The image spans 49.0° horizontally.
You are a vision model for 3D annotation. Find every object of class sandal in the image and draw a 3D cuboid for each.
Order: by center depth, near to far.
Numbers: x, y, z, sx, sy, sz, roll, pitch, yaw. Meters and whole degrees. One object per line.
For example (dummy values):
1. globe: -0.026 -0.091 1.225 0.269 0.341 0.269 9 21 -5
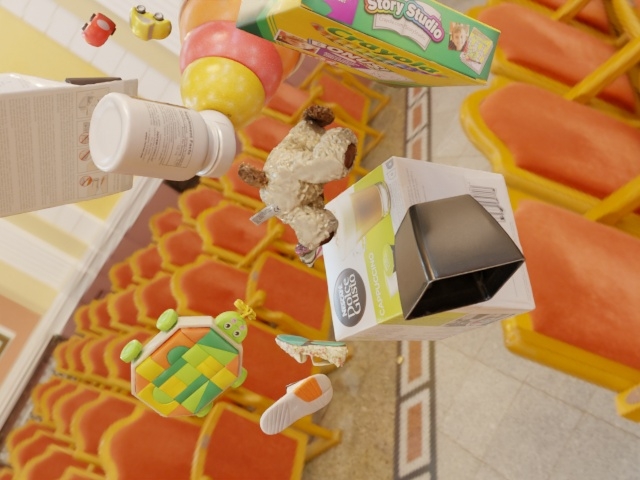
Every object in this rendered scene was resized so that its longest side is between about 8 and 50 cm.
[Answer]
1. sandal: -0.080 0.456 1.990 0.265 0.102 0.076 -22 13 -37

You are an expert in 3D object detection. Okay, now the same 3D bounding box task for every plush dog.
1. plush dog: -0.038 -0.145 1.397 0.225 0.210 0.262 -70 -6 -58

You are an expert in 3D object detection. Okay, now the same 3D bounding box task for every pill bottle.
1. pill bottle: -0.266 -0.171 1.211 0.131 0.229 0.131 -3 85 44

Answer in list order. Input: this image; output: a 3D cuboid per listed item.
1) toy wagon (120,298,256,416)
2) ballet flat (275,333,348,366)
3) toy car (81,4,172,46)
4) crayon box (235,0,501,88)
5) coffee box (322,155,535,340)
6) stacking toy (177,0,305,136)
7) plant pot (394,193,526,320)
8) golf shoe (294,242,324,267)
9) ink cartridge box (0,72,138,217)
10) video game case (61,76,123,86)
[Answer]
1. toy wagon: -0.298 0.279 1.702 0.344 0.267 0.068 -41 27 7
2. ballet flat: -0.031 0.332 2.090 0.241 0.091 0.077 4 95 29
3. toy car: -0.476 -0.525 1.563 0.239 0.225 0.053 0 52 19
4. crayon box: 0.073 -0.369 1.230 0.313 0.362 0.106 26 101 64
5. coffee box: 0.232 0.040 1.651 0.334 0.338 0.338 -33 60 52
6. stacking toy: -0.244 -0.387 1.747 0.350 0.350 0.480 -37 33 49
7. plant pot: 0.236 0.022 1.304 0.187 0.188 0.167 107 149 -61
8. golf shoe: 0.000 0.000 2.140 0.067 0.086 0.186 12 52 49
9. ink cartridge box: -0.598 -0.215 1.524 0.091 0.385 0.308 46 137 33
10. video game case: -0.742 -0.399 2.079 0.248 0.035 0.275 -33 2 21
